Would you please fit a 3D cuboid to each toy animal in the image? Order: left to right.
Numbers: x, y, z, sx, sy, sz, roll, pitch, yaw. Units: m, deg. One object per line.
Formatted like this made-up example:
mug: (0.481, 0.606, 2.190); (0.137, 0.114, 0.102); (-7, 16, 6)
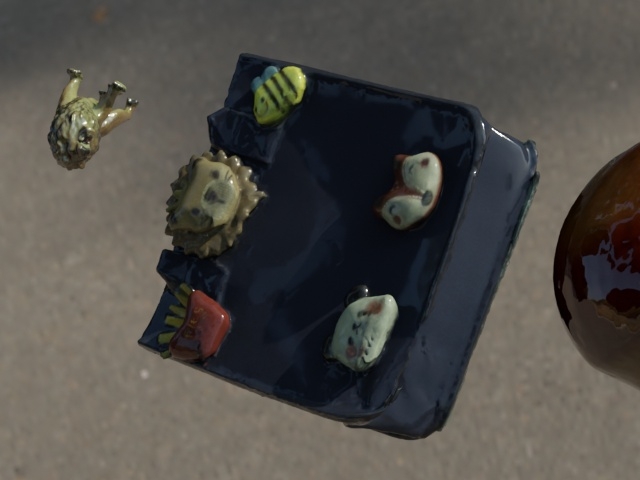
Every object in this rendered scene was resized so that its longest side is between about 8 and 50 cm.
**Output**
toy animal: (-0.226, -0.134, 1.907); (0.069, 0.086, 0.220); (19, 19, 5)

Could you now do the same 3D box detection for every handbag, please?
handbag: (0.000, 0.000, 1.743); (0.329, 0.122, 0.303); (17, 84, 33)

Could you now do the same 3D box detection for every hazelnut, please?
hazelnut: (0.285, 0.014, 1.416); (0.229, 0.229, 0.229); (-10, 32, 6)
